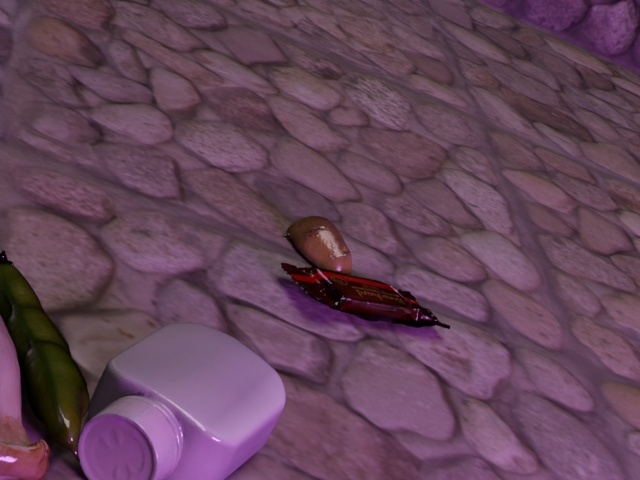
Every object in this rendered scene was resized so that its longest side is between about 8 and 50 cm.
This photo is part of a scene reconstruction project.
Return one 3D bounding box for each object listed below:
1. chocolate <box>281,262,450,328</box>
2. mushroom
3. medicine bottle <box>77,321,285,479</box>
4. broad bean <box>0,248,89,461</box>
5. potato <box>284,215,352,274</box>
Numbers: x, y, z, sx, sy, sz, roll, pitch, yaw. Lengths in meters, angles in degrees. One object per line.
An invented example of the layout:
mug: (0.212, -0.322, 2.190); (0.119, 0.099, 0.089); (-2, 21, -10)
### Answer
chocolate: (0.045, 0.058, 1.535); (0.182, 0.028, 0.086); (10, 22, -39)
mushroom: (-0.249, 0.090, 1.063); (0.088, 0.097, 0.212); (-28, 53, -11)
medicine bottle: (-0.107, 0.128, 1.161); (0.119, 0.069, 0.183); (33, 22, 11)
broad bean: (-0.207, 0.083, 1.149); (0.297, 0.043, 0.060); (46, -17, 59)
potato: (-0.001, 0.000, 1.590); (0.037, 0.036, 0.093); (6, 32, -48)
